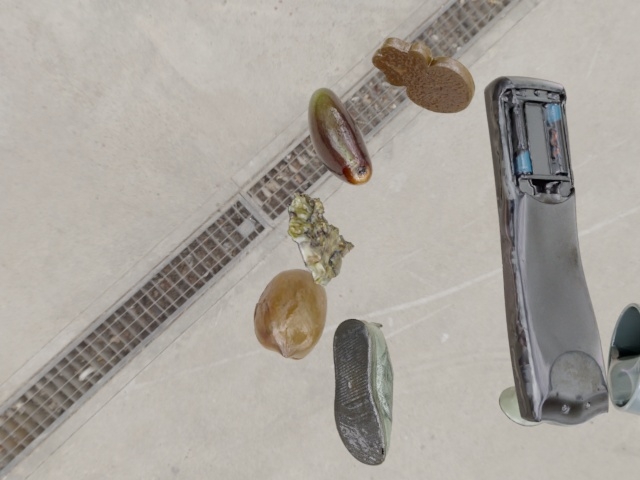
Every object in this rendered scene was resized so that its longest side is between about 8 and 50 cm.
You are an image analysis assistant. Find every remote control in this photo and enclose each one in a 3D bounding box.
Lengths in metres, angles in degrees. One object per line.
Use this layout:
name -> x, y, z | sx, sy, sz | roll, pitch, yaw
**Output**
remote control -> 0.135, 0.001, 0.292 | 0.059, 0.028, 0.212 | 0, 79, -20

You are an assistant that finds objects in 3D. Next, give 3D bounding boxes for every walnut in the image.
walnut -> -0.082, 0.201, 1.299 | 0.203, 0.298, 0.203 | 3, 121, 5

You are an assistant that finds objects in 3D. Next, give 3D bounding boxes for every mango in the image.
mango -> 0.036, -0.231, 1.093 | 0.111, 0.133, 0.267 | -25, 69, 5

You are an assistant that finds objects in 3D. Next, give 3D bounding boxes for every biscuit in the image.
biscuit -> 0.168, -0.264, 0.770 | 0.175, 0.124, 0.026 | 28, 73, -14

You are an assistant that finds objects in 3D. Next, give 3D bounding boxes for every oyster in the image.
oyster -> 0.000, 0.000, 0.997 | 0.083, 0.223, 0.214 | -24, 124, 17

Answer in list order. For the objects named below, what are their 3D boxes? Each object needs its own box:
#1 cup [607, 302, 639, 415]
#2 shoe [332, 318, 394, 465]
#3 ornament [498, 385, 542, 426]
cup -> 0.713, 0.244, 0.866 | 0.312, 0.205, 0.205 | 11, 91, 17
shoe -> 0.093, 0.284, 0.922 | 0.098, 0.103, 0.274 | 2, 85, -51
ornament -> 0.274, 0.147, 0.584 | 0.075, 0.081, 0.156 | -11, 126, -31
